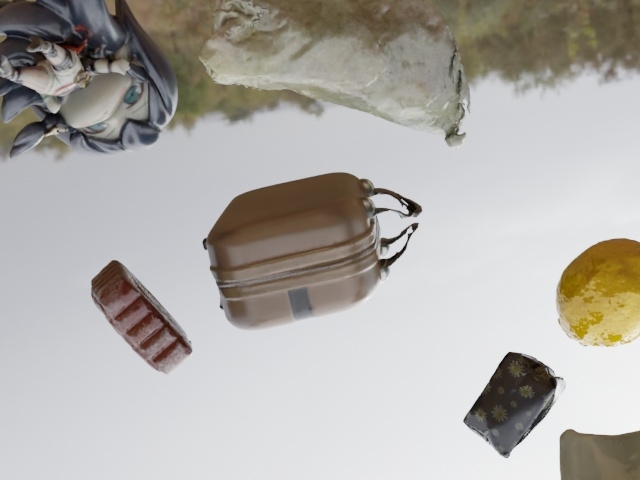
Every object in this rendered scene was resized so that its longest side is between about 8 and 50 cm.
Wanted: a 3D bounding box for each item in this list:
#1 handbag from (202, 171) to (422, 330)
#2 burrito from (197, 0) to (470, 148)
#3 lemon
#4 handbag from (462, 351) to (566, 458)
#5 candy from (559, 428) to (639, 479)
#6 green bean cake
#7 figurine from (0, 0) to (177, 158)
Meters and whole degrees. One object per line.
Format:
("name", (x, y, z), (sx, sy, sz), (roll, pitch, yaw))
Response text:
("handbag", (0.000, 0.000, 1.428), (0.283, 0.149, 0.302), (-14, -170, 5))
("burrito", (0.027, -0.222, 1.151), (0.348, 0.175, 0.107), (13, -176, -25))
("lemon", (0.322, 0.062, 1.190), (0.114, 0.114, 0.155), (-16, 152, -33))
("handbag", (0.245, 0.187, 1.275), (0.072, 0.115, 0.139), (38, -161, 24))
("candy", (0.397, 0.428, 1.376), (0.145, 0.358, 0.208), (-7, 151, 17))
("green bean cake", (-0.219, 0.093, 1.288), (0.056, 0.135, 0.136), (-43, -163, -4))
("figurine", (-0.276, -0.199, 1.226), (0.175, 0.197, 0.265), (-12, 148, 15))
